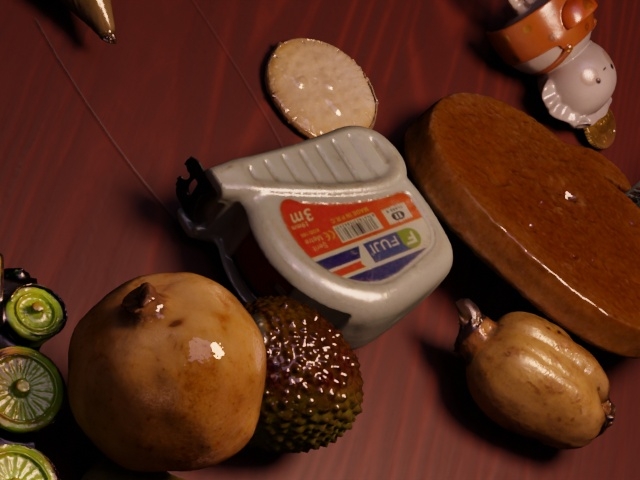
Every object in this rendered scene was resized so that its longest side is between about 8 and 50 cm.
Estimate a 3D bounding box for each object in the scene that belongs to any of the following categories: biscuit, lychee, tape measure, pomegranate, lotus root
[{"bbox_3d":[0.002,-0.175,2.018,0.152,0.020,0.152,16,54,-23],"label":"biscuit"},{"bbox_3d":[-0.037,0.139,1.711,0.171,0.171,0.171,16,54,-24],"label":"lychee"},{"bbox_3d":[0.000,-0.001,1.839,0.243,0.125,0.246,-20,72,-37],"label":"tape measure"},{"bbox_3d":[0.275,-0.022,2.041,0.394,0.070,0.350,45,32,9],"label":"biscuit"},{"bbox_3d":[-0.142,0.113,1.560,0.196,0.196,0.196,16,54,-24],"label":"pomegranate"},{"bbox_3d":[0.225,0.146,1.894,0.221,0.118,0.125,32,35,-11],"label":"lotus root"}]

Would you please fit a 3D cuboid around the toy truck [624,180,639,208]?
[{"bbox_3d":[0.471,-0.066,2.147,0.115,0.178,0.080,7,58,-28],"label":"toy truck"}]

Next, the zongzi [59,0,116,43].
[{"bbox_3d":[-0.339,-0.322,1.845,0.228,0.115,0.256,-5,75,-31],"label":"zongzi"}]

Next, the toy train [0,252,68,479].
[{"bbox_3d":[-0.316,0.147,1.558,0.160,0.100,0.296,13,56,-24],"label":"toy train"}]

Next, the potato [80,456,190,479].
[{"bbox_3d":[-0.124,0.274,1.608,0.225,0.090,0.117,29,35,-9],"label":"potato"}]

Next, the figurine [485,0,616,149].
[{"bbox_3d":[0.298,-0.236,2.189,0.143,0.143,0.271,-47,125,-42],"label":"figurine"}]
